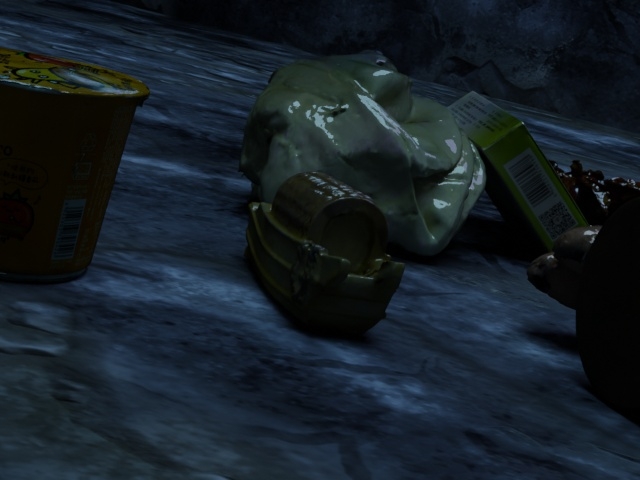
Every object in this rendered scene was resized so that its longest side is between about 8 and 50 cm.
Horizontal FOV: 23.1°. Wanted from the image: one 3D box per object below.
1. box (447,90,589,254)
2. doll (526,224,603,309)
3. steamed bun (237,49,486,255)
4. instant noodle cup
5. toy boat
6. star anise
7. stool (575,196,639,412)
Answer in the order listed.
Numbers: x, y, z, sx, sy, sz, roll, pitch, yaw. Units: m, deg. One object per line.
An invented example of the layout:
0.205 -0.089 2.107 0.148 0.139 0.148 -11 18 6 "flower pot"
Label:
0.237 -0.081 1.928 0.175 0.062 0.260 55 0 -16 "box"
0.348 0.014 1.508 0.303 0.156 0.201 15 -25 -20 "doll"
0.055 -0.113 1.796 0.280 0.207 0.268 14 11 1 "steamed bun"
-0.264 -0.070 1.336 0.216 0.172 0.216 11 11 -2 "instant noodle cup"
0.000 0.000 1.415 0.089 0.115 0.310 9 11 -16 "toy boat"
0.351 -0.069 2.187 0.288 0.088 0.288 12 14 -3 "star anise"
0.374 0.066 1.320 0.264 0.179 0.179 7 12 -22 "stool"
